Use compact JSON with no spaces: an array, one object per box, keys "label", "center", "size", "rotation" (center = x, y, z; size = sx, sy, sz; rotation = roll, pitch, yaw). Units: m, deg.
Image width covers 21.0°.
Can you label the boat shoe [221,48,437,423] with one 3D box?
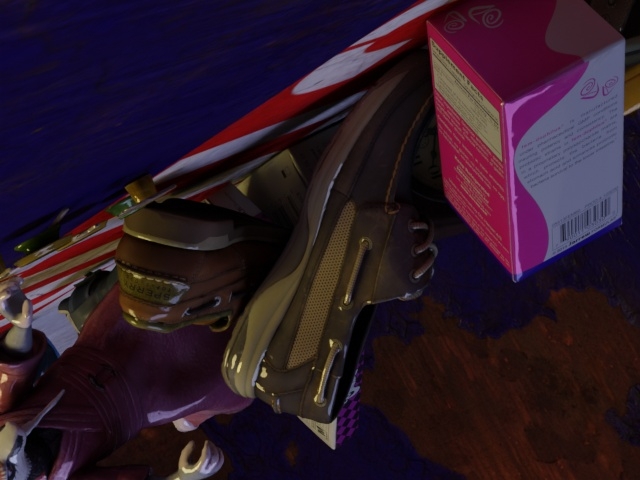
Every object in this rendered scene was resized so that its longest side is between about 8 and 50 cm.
[{"label":"boat shoe","center":[0.043,0.004,1.509],"size":[0.355,0.130,0.132],"rotation":[-63,171,20]}]

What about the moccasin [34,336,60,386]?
[{"label":"moccasin","center":[-0.471,0.219,2.074],"size":[0.342,0.138,0.117],"rotation":[-43,174,0]}]

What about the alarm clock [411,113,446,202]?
[{"label":"alarm clock","center":[0.101,-0.099,1.557],"size":[0.192,0.129,0.064],"rotation":[-17,-172,41]}]

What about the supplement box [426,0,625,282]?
[{"label":"supplement box","center":[0.164,-0.090,1.360],"size":[0.111,0.114,0.220],"rotation":[-28,144,-13]}]

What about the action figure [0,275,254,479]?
[{"label":"action figure","center":[-0.222,0.139,1.628],"size":[0.370,0.248,0.275],"rotation":[-37,-175,-38]}]

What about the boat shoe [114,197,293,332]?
[{"label":"boat shoe","center":[-0.107,0.023,1.525],"size":[0.110,0.104,0.307],"rotation":[14,-176,19]}]

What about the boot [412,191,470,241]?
[{"label":"boot","center":[0.126,-0.037,1.606],"size":[0.207,0.090,0.248],"rotation":[10,-134,41]}]

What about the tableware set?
[{"label":"tableware set","center":[-0.185,-0.010,1.283],"size":[0.154,0.024,0.104],"rotation":[-29,-178,-25]}]

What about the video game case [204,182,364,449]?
[{"label":"video game case","center":[-0.038,0.081,1.770],"size":[0.042,0.210,0.232],"rotation":[-35,151,-24]}]

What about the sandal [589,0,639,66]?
[{"label":"sandal","center":[0.259,-0.207,1.509],"size":[0.302,0.086,0.120],"rotation":[-22,-159,24]}]

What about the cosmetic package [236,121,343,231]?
[{"label":"cosmetic package","center":[0.077,-0.074,1.804],"size":[0.296,0.129,0.153],"rotation":[-28,177,-30]}]

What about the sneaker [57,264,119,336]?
[{"label":"sneaker","center":[-0.187,0.058,1.887],"size":[0.163,0.086,0.226],"rotation":[-41,164,23]}]

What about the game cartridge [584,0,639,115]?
[{"label":"game cartridge","center":[0.324,-0.213,1.630],"size":[0.323,0.053,0.285],"rotation":[-27,-161,5]}]
